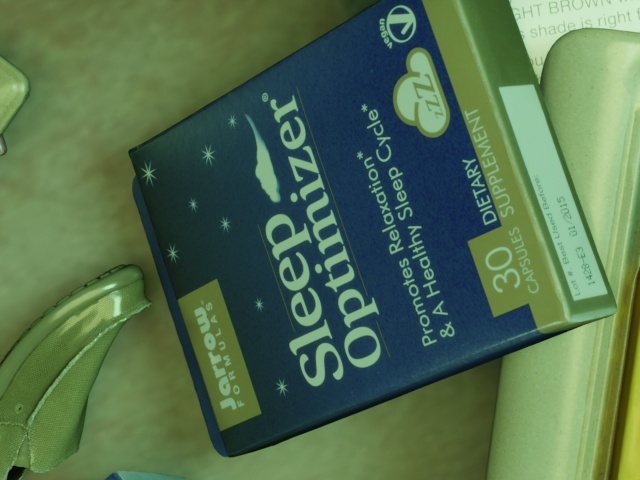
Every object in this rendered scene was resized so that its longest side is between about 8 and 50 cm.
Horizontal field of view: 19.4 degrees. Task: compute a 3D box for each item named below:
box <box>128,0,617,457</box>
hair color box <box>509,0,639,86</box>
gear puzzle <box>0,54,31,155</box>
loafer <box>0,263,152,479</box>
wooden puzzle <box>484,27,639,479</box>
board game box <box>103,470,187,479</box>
[{"bbox_3d":[0.000,0.000,0.730,0.225,0.036,0.136,-27,78,44],"label":"box"},{"bbox_3d":[0.112,-0.157,0.745,0.174,0.105,0.347,-8,93,7],"label":"hair color box"},{"bbox_3d":[-0.297,-0.099,0.827,0.339,0.044,0.175,37,98,6],"label":"gear puzzle"},{"bbox_3d":[-0.119,0.070,0.810,0.050,0.056,0.148,44,107,1],"label":"loafer"},{"bbox_3d":[0.186,0.045,0.677,0.239,0.044,0.221,8,100,5],"label":"wooden puzzle"},{"bbox_3d":[-0.079,0.314,0.742,0.318,0.066,0.318,-48,64,11],"label":"board game box"}]
